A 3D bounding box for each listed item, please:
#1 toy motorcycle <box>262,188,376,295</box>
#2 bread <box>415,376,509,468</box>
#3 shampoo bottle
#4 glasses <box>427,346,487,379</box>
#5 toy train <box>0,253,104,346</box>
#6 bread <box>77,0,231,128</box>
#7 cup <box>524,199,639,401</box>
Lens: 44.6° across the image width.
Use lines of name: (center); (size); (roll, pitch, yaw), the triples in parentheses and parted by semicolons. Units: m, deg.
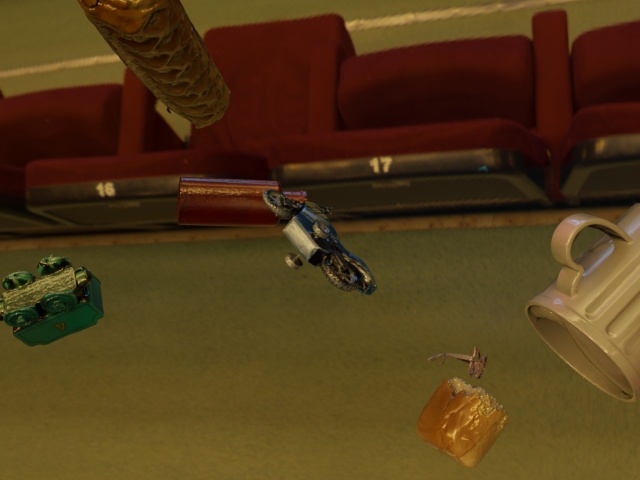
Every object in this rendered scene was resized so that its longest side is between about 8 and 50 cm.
toy motorcycle: (0.000, 0.000, 1.385); (0.254, 0.136, 0.092); (50, 116, 23)
bread: (0.189, 0.246, 1.078); (0.106, 0.082, 0.125); (-46, 21, -12)
shampoo bottle: (-0.157, -0.076, 1.587); (0.260, 0.102, 0.064); (1, 25, -13)
glasses: (0.290, 0.247, 1.652); (0.104, 0.140, 0.062); (17, 83, 29)
toy train: (-0.509, 0.117, 1.481); (0.198, 0.154, 0.107); (-22, 54, 4)
bread: (-0.153, -0.188, 0.771); (0.077, 0.367, 0.084); (-20, 84, 2)
cup: (0.371, 0.057, 0.931); (0.202, 0.221, 0.167); (-44, 58, -7)
